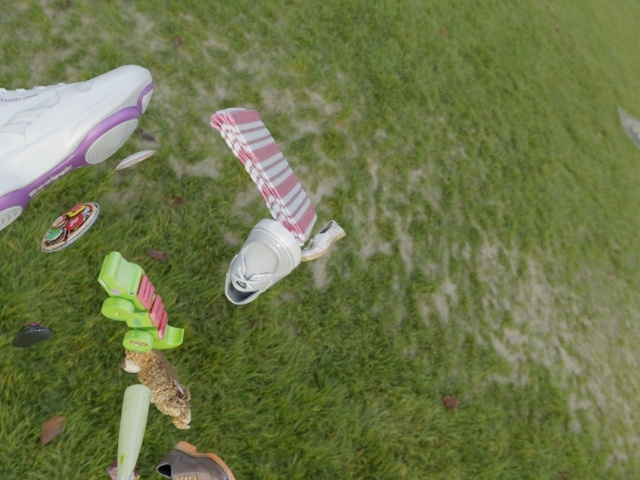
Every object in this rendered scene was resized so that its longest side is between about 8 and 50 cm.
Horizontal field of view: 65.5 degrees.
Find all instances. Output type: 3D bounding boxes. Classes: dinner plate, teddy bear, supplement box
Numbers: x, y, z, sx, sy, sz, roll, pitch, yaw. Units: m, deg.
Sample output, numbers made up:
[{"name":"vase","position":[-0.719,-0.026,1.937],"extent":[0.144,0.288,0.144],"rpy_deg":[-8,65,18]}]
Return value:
[{"name":"dinner plate","position":[-0.615,-0.271,1.651],"extent":[0.141,0.141,0.017],"rpy_deg":[-35,102,-43]},{"name":"teddy bear","position":[-0.499,0.435,1.521],"extent":[0.113,0.338,0.245],"rpy_deg":[-27,39,-8]},{"name":"supplement box","position":[-0.597,0.707,1.508],"extent":[0.083,0.043,0.055],"rpy_deg":[62,16,-9]}]

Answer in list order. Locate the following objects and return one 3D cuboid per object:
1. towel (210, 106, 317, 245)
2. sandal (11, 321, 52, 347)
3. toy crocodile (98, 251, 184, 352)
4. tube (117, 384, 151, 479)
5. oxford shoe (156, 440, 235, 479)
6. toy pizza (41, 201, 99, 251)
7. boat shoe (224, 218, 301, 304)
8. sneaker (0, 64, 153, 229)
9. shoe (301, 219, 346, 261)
[{"name":"towel","position":[-0.068,-0.091,0.680],"extent":[0.197,0.029,0.144],"rpy_deg":[59,15,-9]},{"name":"sandal","position":[-0.732,0.234,1.256],"extent":[0.067,0.179,0.040],"rpy_deg":[24,55,-39]},{"name":"toy crocodile","position":[-0.403,0.152,1.122],"extent":[0.105,0.341,0.115],"rpy_deg":[-2,47,4]},{"name":"tube","position":[-0.413,0.428,1.084],"extent":[0.240,0.062,0.070],"rpy_deg":[-106,175,-52]},{"name":"oxford shoe","position":[-0.424,0.809,1.705],"extent":[0.132,0.363,0.130],"rpy_deg":[-30,109,-45]},{"name":"toy pizza","position":[-0.738,-0.047,1.455],"extent":[0.032,0.201,0.201],"rpy_deg":[58,39,-37]},{"name":"boat shoe","position":[-0.078,0.033,0.582],"extent":[0.066,0.184,0.063],"rpy_deg":[43,62,-7]},{"name":"sneaker","position":[-0.319,-0.129,0.533],"extent":[0.152,0.114,0.305],"rpy_deg":[48,60,-6]},{"name":"shoe","position":[0.000,0.000,1.409],"extent":[0.219,0.076,0.058],"rpy_deg":[-38,107,-55]}]
